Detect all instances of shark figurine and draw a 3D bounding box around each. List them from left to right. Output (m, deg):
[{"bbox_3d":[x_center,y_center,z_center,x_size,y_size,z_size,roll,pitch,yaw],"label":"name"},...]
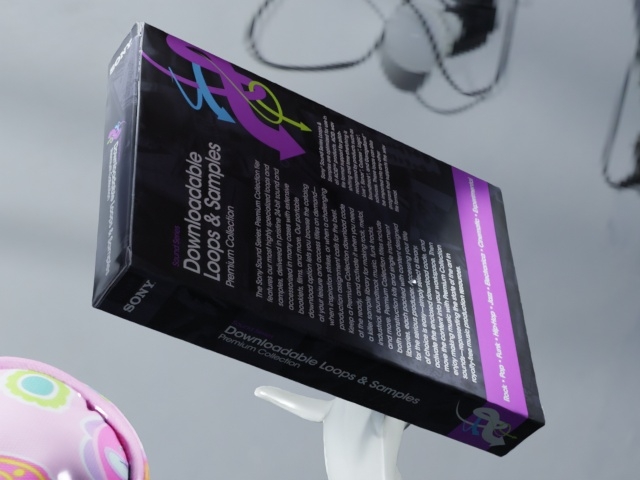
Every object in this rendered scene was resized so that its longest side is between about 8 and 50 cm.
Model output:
[{"bbox_3d":[0.056,0.154,1.109,0.166,0.278,0.116,26,117,-27],"label":"shark figurine"}]

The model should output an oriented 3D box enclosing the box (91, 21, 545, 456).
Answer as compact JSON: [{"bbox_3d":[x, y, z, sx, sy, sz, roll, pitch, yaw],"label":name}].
[{"bbox_3d":[0.000,0.000,0.535,0.162,0.116,0.029,24,130,-26],"label":"box"}]

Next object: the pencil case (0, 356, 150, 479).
[{"bbox_3d":[-0.157,0.189,0.664,0.124,0.124,0.284,-3,129,-33],"label":"pencil case"}]
